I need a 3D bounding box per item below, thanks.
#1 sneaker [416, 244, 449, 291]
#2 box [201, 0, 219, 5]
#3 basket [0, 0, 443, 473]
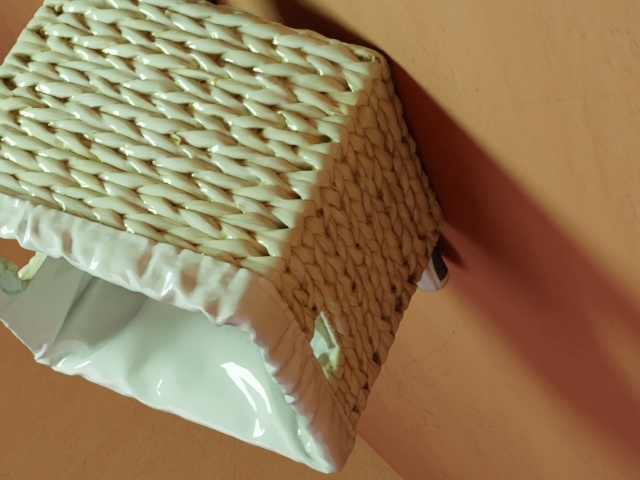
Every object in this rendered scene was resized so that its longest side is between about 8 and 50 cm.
[{"bbox_3d":[0.000,0.000,1.821,0.235,0.153,0.094,45,172,16],"label":"sneaker"},{"bbox_3d":[-0.193,-0.280,1.773,0.147,0.077,0.180,40,168,36],"label":"box"},{"bbox_3d":[-0.099,-0.017,1.600,0.331,0.266,0.328,20,159,23],"label":"basket"}]
